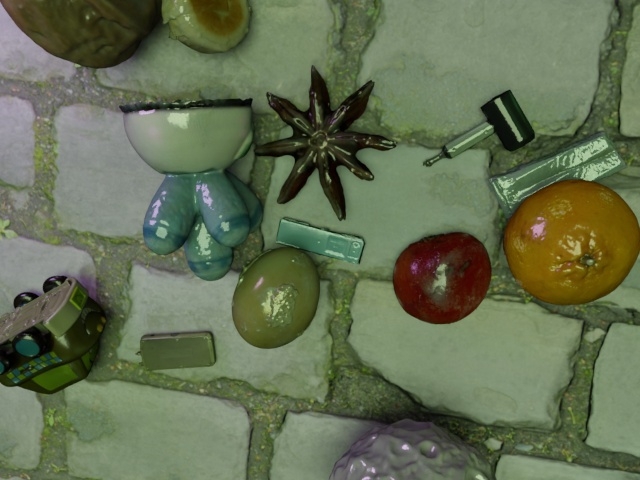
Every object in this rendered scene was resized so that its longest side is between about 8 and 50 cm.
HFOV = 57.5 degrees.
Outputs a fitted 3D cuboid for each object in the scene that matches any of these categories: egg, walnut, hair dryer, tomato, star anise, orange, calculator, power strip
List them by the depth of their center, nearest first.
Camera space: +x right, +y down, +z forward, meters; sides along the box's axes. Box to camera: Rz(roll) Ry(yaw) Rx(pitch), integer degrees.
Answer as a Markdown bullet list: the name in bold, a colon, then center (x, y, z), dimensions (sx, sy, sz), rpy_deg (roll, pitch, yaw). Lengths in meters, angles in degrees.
- **walnut**: center (-0.397, -0.435, 0.981), dimensions (0.273, 0.273, 0.226), rpy_deg (-20, 61, 10)
- **orange**: center (0.425, 0.007, 0.989), dimensions (0.220, 0.193, 0.219), rpy_deg (5, 131, 6)
- **hair dryer**: center (0.276, -0.180, 1.057), dimensions (0.198, 0.057, 0.100), rpy_deg (-29, 96, 20)
- **star anise**: center (0.008, -0.176, 1.064), dimensions (0.289, 0.088, 0.288), rpy_deg (1, 94, 21)
- **tomato**: center (0.230, 0.077, 1.079), dimensions (0.190, 0.099, 0.173), rpy_deg (-13, 97, 8)
- **egg**: center (-0.081, 0.108, 1.097), dimensions (0.164, 0.164, 0.201), rpy_deg (26, 96, 2)
- **calculator**: center (0.000, 0.000, 1.134), dimensions (0.172, 0.018, 0.057), rpy_deg (14, 101, 4)
- **power strip**: center (-0.303, 0.229, 1.211), dimensions (0.169, 0.028, 0.076), rpy_deg (-4, 100, 6)

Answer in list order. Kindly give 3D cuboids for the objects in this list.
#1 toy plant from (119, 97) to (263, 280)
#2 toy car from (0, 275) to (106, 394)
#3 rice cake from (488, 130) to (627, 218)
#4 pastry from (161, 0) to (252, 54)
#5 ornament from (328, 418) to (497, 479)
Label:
- **toy plant**: center (-0.218, -0.085, 1.047), dimensions (0.247, 0.247, 0.332), rpy_deg (-3, 102, 8)
- **toy car**: center (-0.538, 0.210, 1.177), dimensions (0.248, 0.204, 0.198), rpy_deg (-28, 119, 13)
- **rice cake**: center (0.425, -0.119, 1.048), dimensions (0.226, 0.040, 0.085), rpy_deg (-24, 96, 11)
- **pastry**: center (-0.200, -0.406, 1.023), dimensions (0.088, 0.166, 0.165), rpy_deg (5, 105, 47)
- **ornament**: center (0.156, 0.497, 1.044), dimensions (0.337, 0.337, 0.336), rpy_deg (1, 101, 7)
